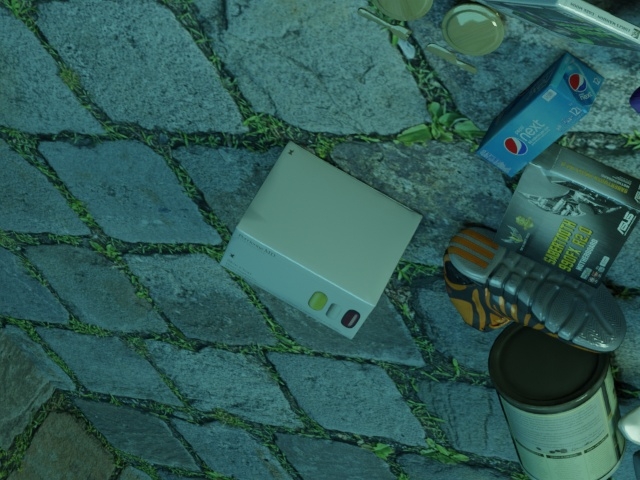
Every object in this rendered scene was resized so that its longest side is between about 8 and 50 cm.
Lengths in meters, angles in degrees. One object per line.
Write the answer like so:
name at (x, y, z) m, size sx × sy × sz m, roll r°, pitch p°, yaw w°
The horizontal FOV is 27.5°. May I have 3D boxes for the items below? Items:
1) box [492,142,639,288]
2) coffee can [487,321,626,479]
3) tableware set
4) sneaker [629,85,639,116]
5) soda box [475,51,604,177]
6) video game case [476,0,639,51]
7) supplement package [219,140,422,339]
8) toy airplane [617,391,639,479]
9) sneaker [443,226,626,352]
box at (0.376, -0.038, 1.974) m, size 0.183 × 0.056 × 0.231 m, roll 24°, pitch 149°, yaw 7°
coffee can at (0.415, 0.282, 2.269) m, size 0.202 × 0.201 × 0.275 m, roll 10°, pitch 144°, yaw 28°
tableware set at (0.160, -0.316, 1.763) m, size 0.194 × 0.039 × 0.128 m, roll 26°, pitch 138°, yaw -7°
sneaker at (0.439, -0.244, 1.598) m, size 0.104 × 0.095 × 0.236 m, roll 36°, pitch 144°, yaw 1°
soda box at (0.303, -0.172, 1.822) m, size 0.067 × 0.071 × 0.210 m, roll 34°, pitch 149°, yaw -7°
video game case at (0.298, -0.270, 1.594) m, size 0.173 × 0.022 × 0.190 m, roll 17°, pitch -176°, yaw -29°
supplement package at (0.000, 0.000, 2.191) m, size 0.262 × 0.204 × 0.145 m, roll 29°, pitch 149°, yaw 0°
toy airplane at (0.650, 0.421, 2.209) m, size 0.384 × 0.272 × 0.386 m, roll 30°, pitch 170°, yaw 39°
sneaker at (0.348, 0.104, 2.166) m, size 0.321 × 0.124 × 0.180 m, roll 33°, pitch 155°, yaw 15°
